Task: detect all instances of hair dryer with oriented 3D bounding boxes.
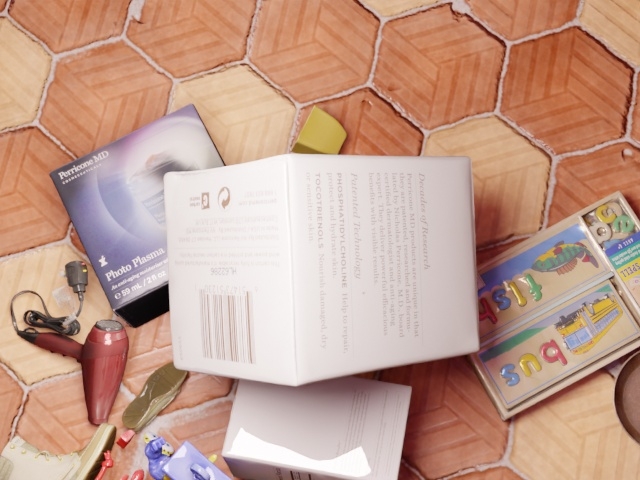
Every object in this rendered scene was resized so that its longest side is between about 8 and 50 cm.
[{"bbox_3d":[-0.442,0.196,1.877,0.223,0.080,0.293,-31,79,35],"label":"hair dryer"}]

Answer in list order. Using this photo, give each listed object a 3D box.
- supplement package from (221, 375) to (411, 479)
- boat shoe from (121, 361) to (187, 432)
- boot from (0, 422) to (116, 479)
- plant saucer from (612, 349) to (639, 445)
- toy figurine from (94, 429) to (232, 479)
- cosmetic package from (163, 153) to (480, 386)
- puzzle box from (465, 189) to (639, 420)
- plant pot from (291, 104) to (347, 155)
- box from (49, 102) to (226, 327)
[{"bbox_3d":[-0.001,0.332,1.758,0.293,0.175,0.177,10,66,7],"label":"supplement package"},{"bbox_3d":[-0.300,0.287,1.872,0.056,0.048,0.153,31,72,22],"label":"boat shoe"},{"bbox_3d":[-0.480,0.390,1.831,0.165,0.077,0.213,31,85,11],"label":"boot"},{"bbox_3d":[0.620,0.287,1.829,0.198,0.036,0.199,-1,75,2],"label":"plant saucer"},{"bbox_3d":[-0.214,0.447,1.704,0.362,0.217,0.191,42,55,5],"label":"toy figurine"},{"bbox_3d":[0.002,0.036,1.638,0.393,0.329,0.327,-4,91,-41],"label":"cosmetic package"},{"bbox_3d":[0.443,0.118,1.873,0.409,0.052,0.272,-28,77,-5],"label":"puzzle box"},{"bbox_3d":[0.002,-0.198,1.961,0.083,0.081,0.081,26,78,-5],"label":"plant pot"},{"bbox_3d":[-0.293,-0.044,1.882,0.296,0.183,0.294,-27,75,-5],"label":"box"}]
